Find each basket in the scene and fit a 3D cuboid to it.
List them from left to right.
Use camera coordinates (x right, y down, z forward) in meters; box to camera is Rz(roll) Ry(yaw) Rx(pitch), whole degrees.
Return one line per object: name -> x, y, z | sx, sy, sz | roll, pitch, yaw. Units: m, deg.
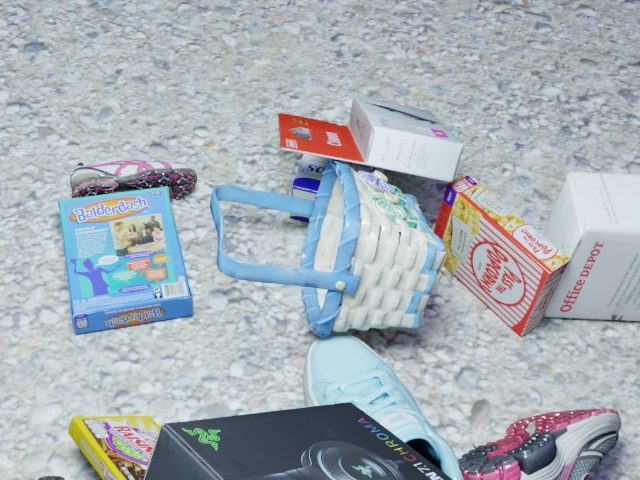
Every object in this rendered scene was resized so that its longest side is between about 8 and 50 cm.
basket -> 0.000, 0.000, 1.212 | 0.288, 0.201, 0.255 | 5, 25, -13

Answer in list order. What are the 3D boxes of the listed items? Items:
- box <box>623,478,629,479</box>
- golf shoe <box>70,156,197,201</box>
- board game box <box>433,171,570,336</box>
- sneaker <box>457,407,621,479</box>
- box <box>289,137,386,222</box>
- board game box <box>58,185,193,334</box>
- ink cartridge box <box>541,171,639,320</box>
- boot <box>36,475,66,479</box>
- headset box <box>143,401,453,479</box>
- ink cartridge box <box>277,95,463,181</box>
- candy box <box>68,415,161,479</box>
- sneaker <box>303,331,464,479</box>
box -> 0.356, 0.429, 0.958 | 0.232, 0.059, 0.322 | -24, 47, -26
golf shoe -> -0.279, -0.099, 1.370 | 0.186, 0.068, 0.086 | -6, 49, -12
board game box -> 0.243, 0.020, 1.279 | 0.045, 0.147, 0.193 | -29, 58, -28
sneaker -> 0.261, 0.269, 1.067 | 0.299, 0.120, 0.112 | -12, 85, -48
box -> 0.030, -0.090, 1.396 | 0.126, 0.072, 0.137 | 13, 49, 5
board game box -> -0.274, 0.022, 1.278 | 0.160, 0.047, 0.210 | -8, 51, -13
ink cartridge box -> 0.455, 0.014, 1.275 | 0.272, 0.198, 0.115 | 3, 49, -5
boot -> -0.206, 0.348, 0.953 | 0.347, 0.131, 0.260 | -18, 45, -32
headset box -> -0.008, 0.278, 0.870 | 0.283, 0.131, 0.246 | 4, 21, -46
ink cartridge box -> 0.062, -0.164, 1.336 | 0.238, 0.060, 0.275 | 11, 17, -7
candy box -> -0.196, 0.250, 1.021 | 0.105, 0.027, 0.206 | 10, 11, -37
sneaker -> 0.091, 0.231, 1.075 | 0.135, 0.150, 0.366 | -17, 54, -22
